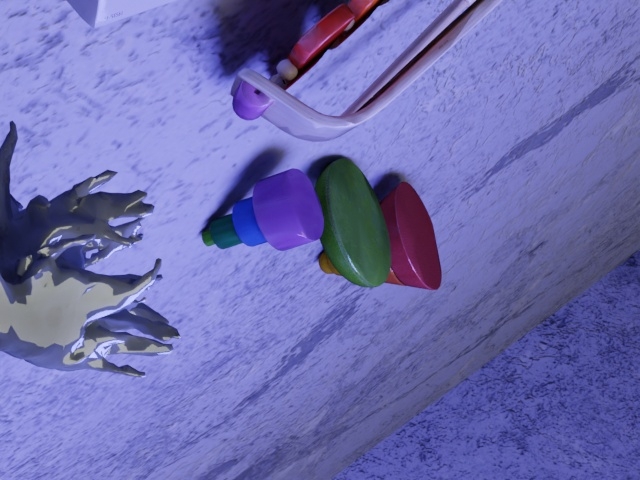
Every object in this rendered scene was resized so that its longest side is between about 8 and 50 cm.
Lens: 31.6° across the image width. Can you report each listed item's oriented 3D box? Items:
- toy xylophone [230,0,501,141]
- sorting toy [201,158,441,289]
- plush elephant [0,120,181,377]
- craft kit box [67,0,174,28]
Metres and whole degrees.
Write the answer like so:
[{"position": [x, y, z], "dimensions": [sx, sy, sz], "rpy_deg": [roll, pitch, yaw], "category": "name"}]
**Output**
[{"position": [0.069, -0.176, 0.824], "dimensions": [0.323, 0.081, 0.236], "rpy_deg": [-43, -175, -13], "category": "toy xylophone"}, {"position": [0.000, 0.000, 1.121], "dimensions": [0.126, 0.127, 0.365], "rpy_deg": [-17, 168, 24], "category": "sorting toy"}, {"position": [-0.240, -0.026, 0.360], "dimensions": [0.330, 0.255, 0.272], "rpy_deg": [-3, 115, -32], "category": "plush elephant"}, {"position": [-0.016, -0.249, 0.584], "dimensions": [0.250, 0.061, 0.246], "rpy_deg": [-29, 159, -33], "category": "craft kit box"}]
